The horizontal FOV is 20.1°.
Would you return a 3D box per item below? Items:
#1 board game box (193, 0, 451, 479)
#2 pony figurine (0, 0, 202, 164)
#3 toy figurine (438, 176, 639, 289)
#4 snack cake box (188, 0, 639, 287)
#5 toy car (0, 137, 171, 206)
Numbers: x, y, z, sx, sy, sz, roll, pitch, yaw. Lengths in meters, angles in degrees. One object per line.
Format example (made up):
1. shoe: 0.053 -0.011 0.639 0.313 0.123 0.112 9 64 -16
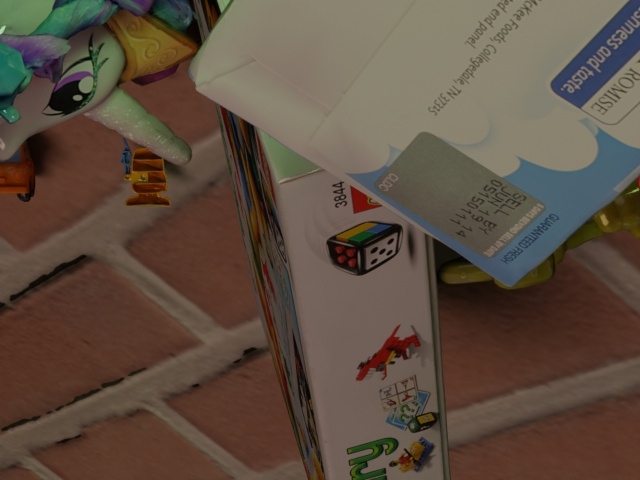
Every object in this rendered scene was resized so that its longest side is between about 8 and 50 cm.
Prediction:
1. board game box: 0.000 0.000 0.729 0.053 0.193 0.305 -15 141 -5
2. pony figurine: -0.228 -0.106 0.669 0.302 0.363 0.351 -5 118 52
3. toy figurine: 0.218 0.026 0.512 0.217 0.191 0.362 60 151 2
4. snack cake box: 0.085 -0.137 0.395 0.089 0.264 0.152 32 147 -5
5. toy car: -0.127 -0.040 0.920 0.122 0.060 0.041 1 96 12
